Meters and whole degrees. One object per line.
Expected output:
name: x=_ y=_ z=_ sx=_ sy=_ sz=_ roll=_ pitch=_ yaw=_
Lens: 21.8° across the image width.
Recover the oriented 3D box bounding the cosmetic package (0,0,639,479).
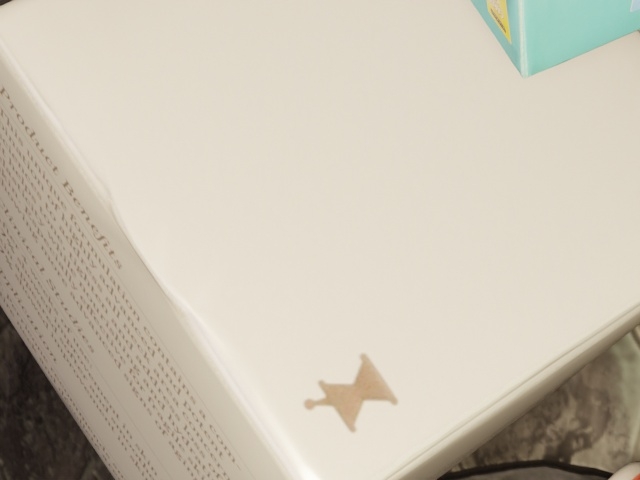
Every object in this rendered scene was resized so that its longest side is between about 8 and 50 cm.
cosmetic package: x=0.000 y=0.000 z=1.067 sx=0.329 sy=0.327 sz=0.394 roll=55 pitch=159 yaw=10

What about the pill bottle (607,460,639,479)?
pill bottle: x=0.273 y=0.267 z=1.162 sx=0.221 sy=0.124 sz=0.124 roll=37 pitch=124 yaw=23

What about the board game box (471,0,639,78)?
board game box: x=0.198 y=-0.258 z=0.888 sx=0.079 sy=0.336 sz=0.254 roll=77 pitch=168 yaw=-56
